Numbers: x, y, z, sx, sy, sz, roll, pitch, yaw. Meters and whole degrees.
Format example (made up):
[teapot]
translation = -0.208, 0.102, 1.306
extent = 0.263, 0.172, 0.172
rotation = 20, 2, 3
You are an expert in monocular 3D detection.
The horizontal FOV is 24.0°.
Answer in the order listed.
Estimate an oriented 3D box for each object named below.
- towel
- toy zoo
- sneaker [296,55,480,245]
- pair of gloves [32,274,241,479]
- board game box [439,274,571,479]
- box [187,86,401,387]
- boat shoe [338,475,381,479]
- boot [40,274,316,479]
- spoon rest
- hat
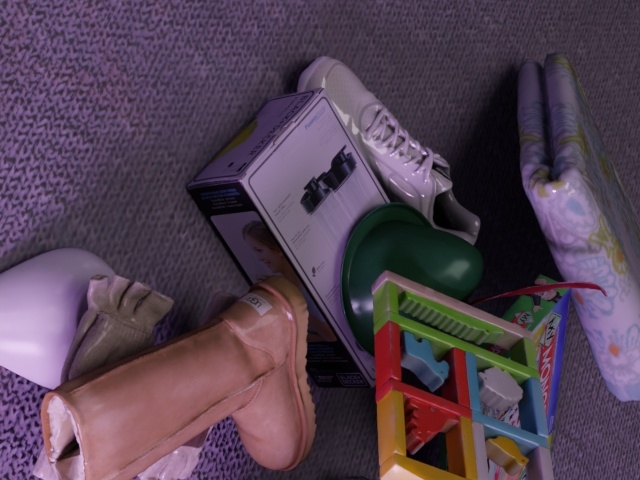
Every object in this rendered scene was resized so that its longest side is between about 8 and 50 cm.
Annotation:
[towel]
translation = 0.329, -0.028, 1.867
extent = 0.321, 0.090, 0.374
rotation = 60, 19, -26
[toy zoo]
translation = 0.141, 0.175, 1.483
extent = 0.192, 0.030, 0.293
rotation = 23, 40, -21
[sneaker]
translation = 0.081, -0.093, 1.707
extent = 0.292, 0.118, 0.110
rotation = 53, 54, -26
[pair of gloves]
translation = -0.165, 0.136, 1.440
extent = 0.240, 0.042, 0.204
rotation = 11, 101, -54
[board game box]
translation = 0.210, 0.222, 1.755
extent = 0.213, 0.046, 0.317
rotation = -42, 144, -38
[box]
translation = 0.000, 0.000, 1.635
extent = 0.169, 0.087, 0.290
rotation = -52, 122, -35
[boat shoe]
translation = 0.054, 0.396, 1.655
extent = 0.088, 0.096, 0.268
rotation = 10, 71, -40
[boot]
translation = -0.130, 0.174, 1.408
extent = 0.269, 0.089, 0.236
rotation = -30, 130, -37
[spoon rest]
translation = -0.272, 0.070, 1.374
extent = 0.276, 0.084, 0.137
rotation = 8, 82, -58
[hat]
translation = 0.152, 0.037, 1.592
extent = 0.208, 0.183, 0.173
rotation = -38, 114, -41
